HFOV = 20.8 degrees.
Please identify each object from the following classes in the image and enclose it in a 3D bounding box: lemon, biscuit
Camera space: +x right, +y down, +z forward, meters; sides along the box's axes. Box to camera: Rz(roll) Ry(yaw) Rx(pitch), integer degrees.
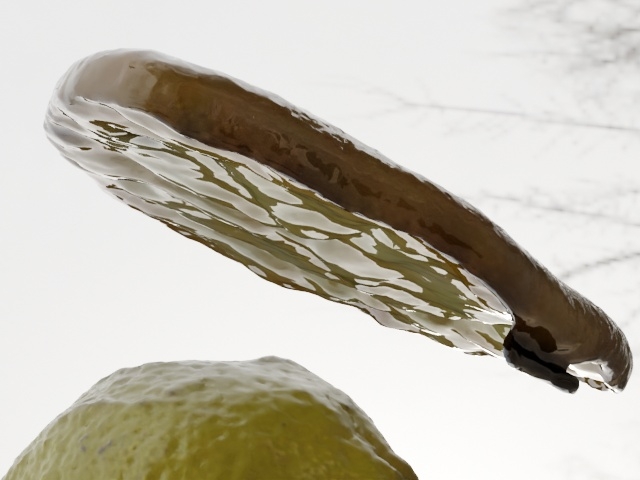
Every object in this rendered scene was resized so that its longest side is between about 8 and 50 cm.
[{"bbox_3d":[-0.072,0.203,1.139,0.268,0.322,0.268,34,-140,-34],"label":"lemon"},{"bbox_3d":[0.003,-0.005,0.580,0.041,0.203,0.260,-63,-30,-6],"label":"biscuit"}]
